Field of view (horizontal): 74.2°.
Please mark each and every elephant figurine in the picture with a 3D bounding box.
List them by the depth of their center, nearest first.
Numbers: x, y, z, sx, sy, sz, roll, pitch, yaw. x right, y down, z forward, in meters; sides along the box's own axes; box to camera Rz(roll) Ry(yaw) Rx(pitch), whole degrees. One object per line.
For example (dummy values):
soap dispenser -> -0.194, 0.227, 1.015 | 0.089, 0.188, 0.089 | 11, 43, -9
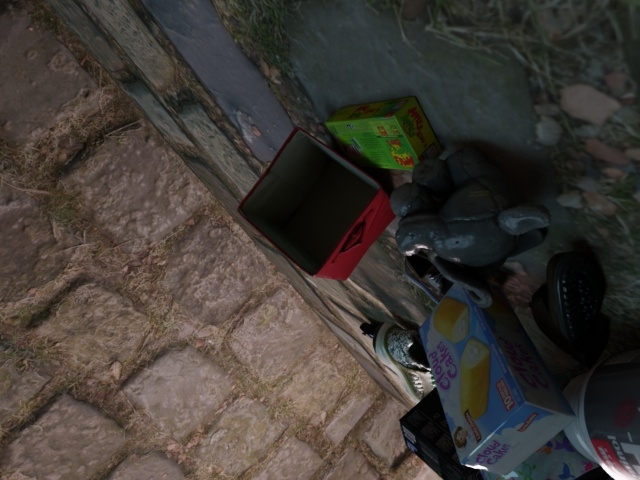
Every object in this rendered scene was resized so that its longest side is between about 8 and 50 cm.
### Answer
elephant figurine -> 0.210, 0.002, 0.577 | 0.239, 0.169, 0.186 | 47, -151, -41

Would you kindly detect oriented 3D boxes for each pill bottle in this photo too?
pill bottle -> 0.414, 0.206, 0.472 | 0.176, 0.176, 0.318 | 41, 165, 14

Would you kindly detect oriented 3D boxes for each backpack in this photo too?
backpack -> 0.383, 0.333, 0.721 | 0.225, 0.253, 0.191 | 104, 143, -57

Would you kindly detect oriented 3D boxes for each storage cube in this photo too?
storage cube -> 0.007, -0.053, 0.769 | 0.215, 0.184, 0.193 | 39, -174, 19

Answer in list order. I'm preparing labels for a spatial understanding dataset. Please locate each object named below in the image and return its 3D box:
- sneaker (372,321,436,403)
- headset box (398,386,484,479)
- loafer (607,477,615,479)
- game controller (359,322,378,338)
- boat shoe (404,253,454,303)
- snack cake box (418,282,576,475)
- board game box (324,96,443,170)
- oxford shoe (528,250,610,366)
sneaker -> 0.354, 0.429, 1.394 | 0.410, 0.158, 0.182 | 44, 149, -16
headset box -> 0.425, 0.554, 1.253 | 0.246, 0.283, 0.131 | 25, 141, 51
loafer -> 0.674, 0.603, 0.960 | 0.084, 0.096, 0.268 | 16, 147, 51
game controller -> 0.271, 0.403, 1.670 | 0.166, 0.067, 0.319 | 48, 166, -12
boat shoe -> 0.233, 0.079, 0.851 | 0.183, 0.066, 0.066 | 30, 158, 46
snack cake box -> 0.258, 0.198, 0.673 | 0.089, 0.152, 0.264 | 20, -150, -15
board game box -> 0.088, -0.157, 0.636 | 0.092, 0.043, 0.181 | 52, 165, -28
oxford shoe -> 0.329, 0.090, 0.585 | 0.096, 0.082, 0.227 | 35, 162, 49
